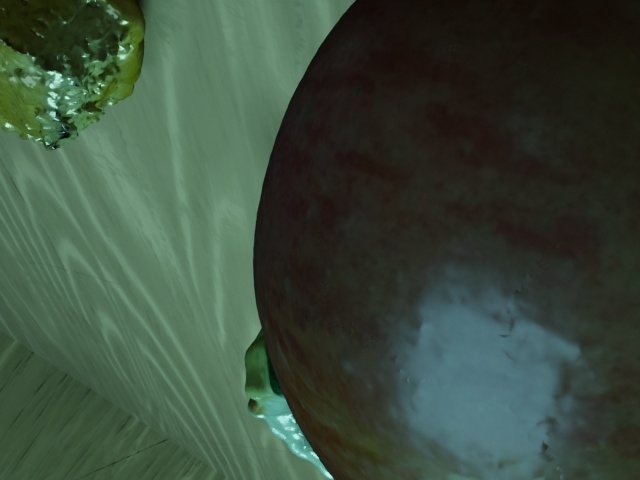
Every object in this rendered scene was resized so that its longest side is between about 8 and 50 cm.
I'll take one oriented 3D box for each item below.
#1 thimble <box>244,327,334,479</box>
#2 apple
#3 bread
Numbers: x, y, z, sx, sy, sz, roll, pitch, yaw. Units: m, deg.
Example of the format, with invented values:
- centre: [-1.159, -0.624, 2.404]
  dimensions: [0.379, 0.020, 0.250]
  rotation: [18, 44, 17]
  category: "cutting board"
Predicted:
- centre: [0.081, 0.125, 1.443]
  dimensions: [0.254, 0.167, 0.288]
  rotation: [4, 148, 51]
  category: "thimble"
- centre: [0.133, 0.011, 0.799]
  dimensions: [0.269, 0.345, 0.345]
  rotation: [36, 167, 37]
  category: "apple"
- centre: [-0.225, -0.164, 1.361]
  dimensions: [0.174, 0.121, 0.245]
  rotation: [44, 167, 2]
  category: "bread"
